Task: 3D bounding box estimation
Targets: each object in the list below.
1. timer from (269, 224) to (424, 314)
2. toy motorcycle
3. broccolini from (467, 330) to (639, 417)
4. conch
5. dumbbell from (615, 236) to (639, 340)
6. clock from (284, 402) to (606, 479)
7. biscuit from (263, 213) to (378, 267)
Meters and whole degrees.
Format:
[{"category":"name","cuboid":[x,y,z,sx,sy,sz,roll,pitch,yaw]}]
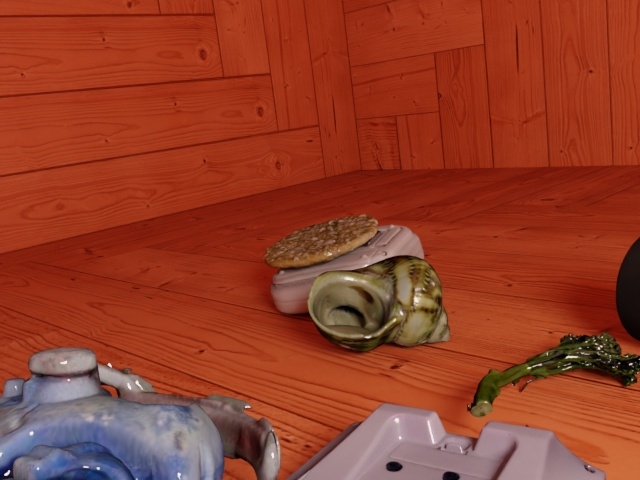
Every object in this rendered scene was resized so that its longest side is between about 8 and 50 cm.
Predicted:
[{"category":"timer","cuboid":[0.044,0.048,1.239,0.262,0.087,0.237,-12,16,29]},{"category":"toy motorcycle","cuboid":[-0.181,0.165,0.589,0.241,0.182,0.319,-30,14,-27]},{"category":"broccolini","cuboid":[0.262,0.152,0.746,0.271,0.062,0.123,-10,-5,-43]},{"category":"conch","cuboid":[0.089,0.101,0.980,0.181,0.124,0.187,9,43,26]},{"category":"dumbbell","cuboid":[0.475,0.070,0.791,0.152,0.152,0.218,-13,12,-26]},{"category":"clock","cuboid":[0.075,0.209,0.528,0.253,0.083,0.186,0,13,34]},{"category":"biscuit","cuboid":[0.000,0.001,1.230,0.219,0.033,0.220,-17,15,5]}]
